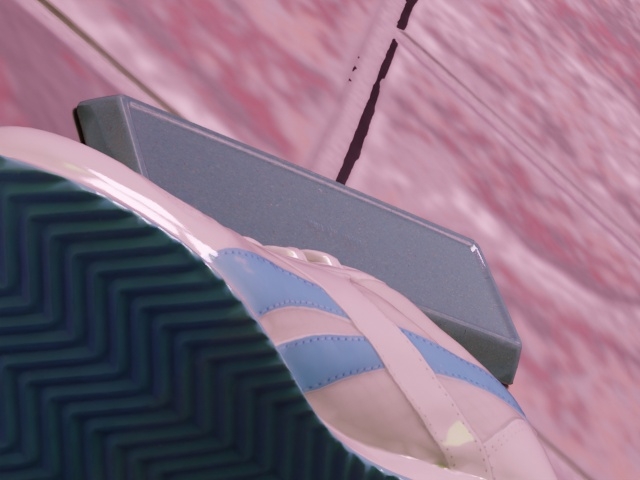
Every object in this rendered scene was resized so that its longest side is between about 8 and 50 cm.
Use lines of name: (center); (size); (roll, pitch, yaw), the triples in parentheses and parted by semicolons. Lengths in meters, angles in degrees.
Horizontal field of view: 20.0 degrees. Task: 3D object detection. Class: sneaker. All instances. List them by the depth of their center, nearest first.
sneaker: (-0.023, 0.039, 0.494); (0.228, 0.087, 0.092); (38, 21, -31)

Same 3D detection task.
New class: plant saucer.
plant saucer: (0.000, 0.000, 0.641); (0.192, 0.018, 0.067); (20, 37, -39)
